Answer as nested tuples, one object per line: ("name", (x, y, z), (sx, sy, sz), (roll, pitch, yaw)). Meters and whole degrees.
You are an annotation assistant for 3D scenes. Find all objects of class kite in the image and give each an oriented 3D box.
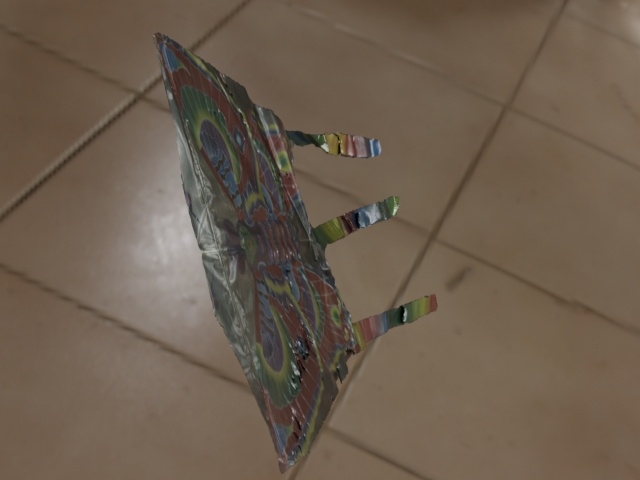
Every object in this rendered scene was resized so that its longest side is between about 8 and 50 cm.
("kite", (0.000, 0.000, 0.590), (0.285, 0.015, 0.152), (-7, 81, -72))
